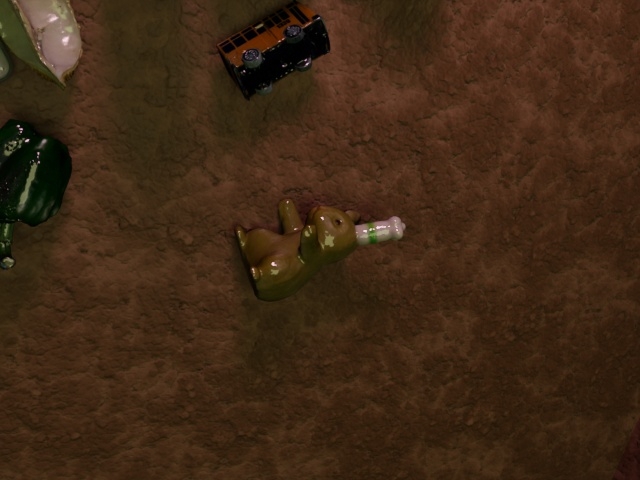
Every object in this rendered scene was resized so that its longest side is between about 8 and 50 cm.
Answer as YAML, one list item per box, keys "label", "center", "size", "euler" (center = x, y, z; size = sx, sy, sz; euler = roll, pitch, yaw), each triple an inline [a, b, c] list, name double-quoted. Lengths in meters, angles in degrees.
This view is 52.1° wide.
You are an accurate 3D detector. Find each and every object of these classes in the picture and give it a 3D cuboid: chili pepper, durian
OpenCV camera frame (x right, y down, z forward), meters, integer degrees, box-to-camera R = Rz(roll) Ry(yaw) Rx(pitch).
- label: "chili pepper"
  center: [-0.560, -0.084, 1.195]
  size: [0.165, 0.174, 0.261]
  euler: [27, 94, -23]
- label: "durian"
  center: [-0.492, -0.386, 1.122]
  size: [0.144, 0.139, 0.252]
  euler: [-21, 116, -17]

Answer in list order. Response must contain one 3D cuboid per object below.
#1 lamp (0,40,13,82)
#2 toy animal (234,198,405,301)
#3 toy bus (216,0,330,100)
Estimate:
- label: "lamp"
  center: [-0.687, -0.343, 1.068]
  size: [0.269, 0.047, 0.267]
  euler: [-36, 121, -28]
- label: "toy animal"
  center: [-0.013, -0.009, 1.438]
  size: [0.363, 0.181, 0.180]
  euler: [-32, 127, -5]
- label: "toy bus"
  center: [-0.091, -0.378, 1.289]
  size: [0.201, 0.114, 0.098]
  euler: [-33, 148, -6]
